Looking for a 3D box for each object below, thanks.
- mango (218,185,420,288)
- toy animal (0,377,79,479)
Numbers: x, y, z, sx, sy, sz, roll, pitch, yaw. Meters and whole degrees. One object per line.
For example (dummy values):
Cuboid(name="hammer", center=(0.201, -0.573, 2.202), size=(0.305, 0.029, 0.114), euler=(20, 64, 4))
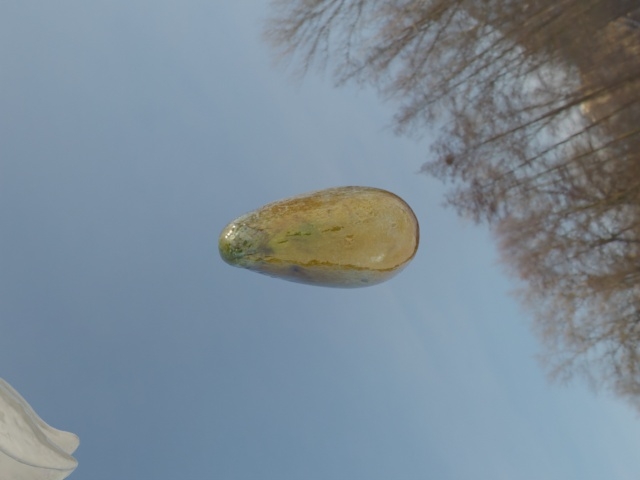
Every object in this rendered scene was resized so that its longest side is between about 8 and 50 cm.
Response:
Cuboid(name="mango", center=(0.000, 0.000, 0.929), size=(0.317, 0.193, 0.146), euler=(-8, -84, -34))
Cuboid(name="toy animal", center=(-0.250, 0.078, 0.396), size=(0.131, 0.104, 0.220), euler=(-35, -97, -33))
